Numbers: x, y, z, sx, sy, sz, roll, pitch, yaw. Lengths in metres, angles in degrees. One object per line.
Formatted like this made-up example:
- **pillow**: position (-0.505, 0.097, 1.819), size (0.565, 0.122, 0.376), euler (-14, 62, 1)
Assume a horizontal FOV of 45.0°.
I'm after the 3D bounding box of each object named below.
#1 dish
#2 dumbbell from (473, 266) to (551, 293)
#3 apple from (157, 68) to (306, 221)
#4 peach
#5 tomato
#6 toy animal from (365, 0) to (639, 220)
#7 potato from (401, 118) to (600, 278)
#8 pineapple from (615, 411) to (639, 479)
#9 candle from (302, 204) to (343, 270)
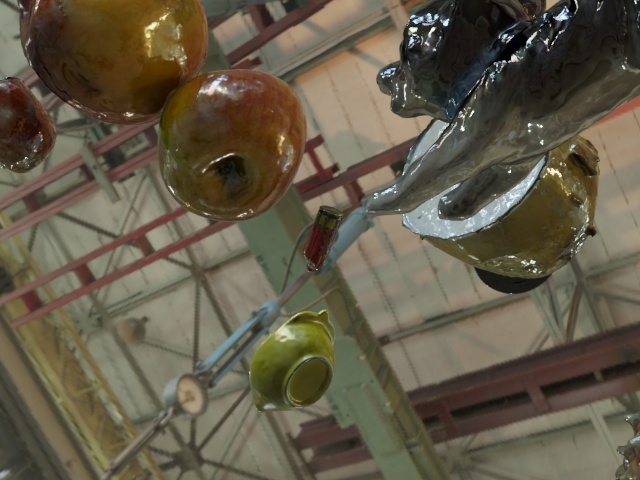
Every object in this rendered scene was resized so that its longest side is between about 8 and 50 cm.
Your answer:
- **dish**: position (-0.031, 0.215, 1.283), size (0.149, 0.080, 0.207), euler (31, -87, -36)
- **dumbbell**: position (0.323, -0.002, 1.341), size (0.143, 0.325, 0.143), euler (1, -72, 3)
- **apple**: position (-0.166, -0.172, 1.477), size (0.302, 0.301, 0.301), euler (8, -67, 19)
- **peach**: position (-0.400, -0.401, 1.510), size (0.290, 0.373, 0.372), euler (14, -63, 42)
- **tomato**: position (-0.636, -0.219, 1.598), size (0.181, 0.214, 0.155), euler (-40, -97, -4)
- **toy animal**: position (0.197, -0.175, 0.675), size (0.344, 0.194, 0.302), euler (-3, -96, 39)
- **potato**: position (0.264, -0.065, 1.112), size (0.196, 0.299, 0.246), euler (33, -82, -30)
- **pineapple**: position (0.269, 0.146, 0.488), size (0.166, 0.166, 0.193), euler (55, -35, -5)
- **candle**: position (0.000, 0.000, 1.469), size (0.052, 0.052, 0.130), euler (24, -73, 12)
